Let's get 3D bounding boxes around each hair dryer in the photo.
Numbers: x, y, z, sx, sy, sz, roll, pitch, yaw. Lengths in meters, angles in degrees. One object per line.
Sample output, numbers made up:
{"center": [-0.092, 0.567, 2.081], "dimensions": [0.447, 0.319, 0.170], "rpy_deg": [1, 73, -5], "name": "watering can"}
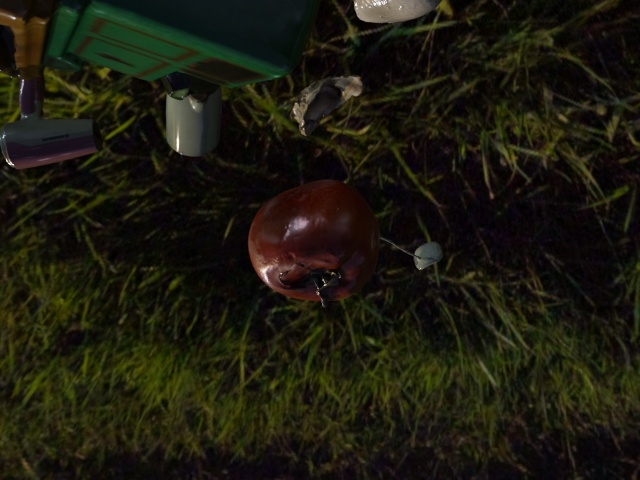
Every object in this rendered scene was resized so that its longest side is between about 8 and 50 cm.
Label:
{"center": [-0.320, -0.166, 0.751], "dimensions": [0.106, 0.054, 0.154], "rpy_deg": [-13, 91, -3], "name": "hair dryer"}

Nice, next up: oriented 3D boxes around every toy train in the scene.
{"center": [-0.150, -0.191, 0.424], "dimensions": [0.249, 0.429, 0.178], "rpy_deg": [14, 93, -25], "name": "toy train"}

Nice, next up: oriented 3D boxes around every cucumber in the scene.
{"center": [-0.389, -0.463, 1.682], "dimensions": [0.115, 0.085, 0.193], "rpy_deg": [-26, 82, 57], "name": "cucumber"}

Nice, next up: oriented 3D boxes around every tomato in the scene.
{"center": [0.000, 0.000, 0.888], "dimensions": [0.187, 0.151, 0.187], "rpy_deg": [0, 140, 0], "name": "tomato"}

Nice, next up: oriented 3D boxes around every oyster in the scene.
{"center": [-0.002, -0.371, 1.698], "dimensions": [0.161, 0.107, 0.232], "rpy_deg": [-8, 161, -33], "name": "oyster"}

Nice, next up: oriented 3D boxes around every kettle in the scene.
{"center": [-0.380, -0.412, 1.925], "dimensions": [0.165, 0.240, 0.255], "rpy_deg": [-8, 148, -15], "name": "kettle"}

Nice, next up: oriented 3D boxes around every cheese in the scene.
{"center": [0.150, -0.487, 1.156], "dimensions": [0.154, 0.189, 0.198], "rpy_deg": [22, 91, -45], "name": "cheese"}

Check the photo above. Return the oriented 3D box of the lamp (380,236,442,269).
{"center": [0.133, -0.004, 1.163], "dimensions": [0.198, 0.050, 0.056], "rpy_deg": [25, 136, -35], "name": "lamp"}
